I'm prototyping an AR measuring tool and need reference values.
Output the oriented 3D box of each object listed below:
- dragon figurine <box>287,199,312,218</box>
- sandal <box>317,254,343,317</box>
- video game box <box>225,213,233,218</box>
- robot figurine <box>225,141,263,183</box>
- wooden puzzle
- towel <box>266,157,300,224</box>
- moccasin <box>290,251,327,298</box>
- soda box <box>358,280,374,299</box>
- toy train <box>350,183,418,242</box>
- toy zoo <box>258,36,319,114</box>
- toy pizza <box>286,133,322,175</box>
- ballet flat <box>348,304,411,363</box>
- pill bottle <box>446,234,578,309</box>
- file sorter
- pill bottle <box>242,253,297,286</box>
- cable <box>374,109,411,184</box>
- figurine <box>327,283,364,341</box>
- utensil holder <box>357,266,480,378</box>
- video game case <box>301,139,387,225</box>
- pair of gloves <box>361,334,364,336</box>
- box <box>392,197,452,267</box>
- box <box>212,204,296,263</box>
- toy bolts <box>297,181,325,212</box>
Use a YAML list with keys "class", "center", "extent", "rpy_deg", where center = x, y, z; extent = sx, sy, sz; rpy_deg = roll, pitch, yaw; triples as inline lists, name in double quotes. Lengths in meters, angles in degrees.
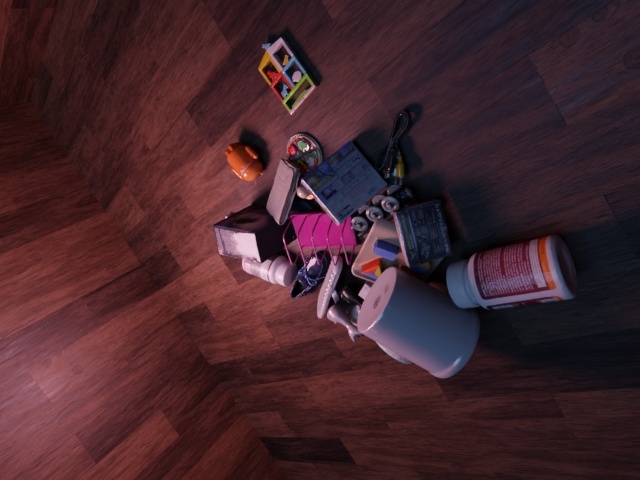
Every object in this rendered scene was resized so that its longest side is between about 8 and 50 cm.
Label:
- class: "dragon figurine"
  center: [-0.096, -0.140, 2.002]
  extent: [0.289, 0.144, 0.085]
  rpy_deg: [31, 132, -6]
- class: "sandal"
  center: [0.066, 0.260, 2.095]
  extent: [0.102, 0.169, 0.416]
  rpy_deg: [12, 130, -7]
- class: "video game box"
  center: [-0.454, -0.045, 2.359]
  extent: [0.187, 0.048, 0.205]
  rpy_deg: [11, 122, 35]
- class: "robot figurine"
  center: [-0.379, -0.389, 2.042]
  extent: [0.158, 0.128, 0.219]
  rpy_deg: [-42, 86, 4]
- class: "wooden puzzle"
  center: [0.325, 0.095, 1.737]
  extent: [0.322, 0.080, 0.348]
  rpy_deg: [20, 134, 0]
- class: "towel"
  center: [-0.176, -0.235, 1.915]
  extent: [0.187, 0.049, 0.282]
  rpy_deg: [48, 123, 52]
- class: "moccasin"
  center: [-0.063, 0.207, 2.161]
  extent: [0.138, 0.117, 0.342]
  rpy_deg: [36, 132, 14]
- class: "soda box"
  center: [0.329, 0.294, 1.931]
  extent: [0.286, 0.098, 0.091]
  rpy_deg: [36, 132, 14]
- class: "toy train"
  center: [0.280, -0.096, 1.721]
  extent: [0.190, 0.142, 0.334]
  rpy_deg: [46, 132, -13]
- class: "toy zoo"
  center: [-0.153, -0.719, 1.742]
  extent: [0.192, 0.030, 0.293]
  rpy_deg: [-35, 92, 44]
- class: "toy pizza"
  center: [-0.080, -0.390, 1.879]
  extent: [0.201, 0.032, 0.201]
  rpy_deg: [18, 125, 28]
- class: "ballet flat"
  center: [0.314, 0.451, 2.024]
  extent: [0.400, 0.139, 0.139]
  rpy_deg: [37, 132, 18]
- class: "pill bottle"
  center: [0.682, 0.130, 1.480]
  extent: [0.392, 0.224, 0.224]
  rpy_deg: [-19, 103, 42]
- class: "file sorter"
  center: [0.000, 0.000, 1.869]
  extent: [0.290, 0.182, 0.202]
  rpy_deg: [-2, 128, 19]
- class: "pill bottle"
  center: [-0.277, 0.144, 2.257]
  extent: [0.283, 0.161, 0.161]
  rpy_deg: [19, 125, 27]
- class: "cable"
  center: [0.295, -0.370, 1.612]
  extent: [0.139, 0.072, 0.287]
  rpy_deg: [33, 121, 46]
- class: "figurine"
  center: [0.161, 0.362, 2.004]
  extent: [0.209, 0.092, 0.215]
  rpy_deg: [43, 109, 33]
- class: "utensil holder"
  center: [0.389, 0.330, 1.670]
  extent: [0.385, 0.327, 0.327]
  rpy_deg: [28, 133, -6]
- class: "video game case"
  center: [0.098, -0.238, 1.690]
  extent: [0.244, 0.269, 0.061]
  rpy_deg: [50, 171, 0]
- class: "pair of gloves"
  center: [0.199, 0.492, 2.206]
  extent: [0.083, 0.010, 0.074]
  rpy_deg: [-23, 99, 40]
- class: "box"
  center: [0.397, -0.029, 1.584]
  extent: [0.183, 0.056, 0.231]
  rpy_deg: [-17, 101, 0]
- class: "box"
  center: [-0.334, -0.044, 2.097]
  extent: [0.294, 0.296, 0.183]
  rpy_deg: [10, 121, 32]
- class: "toy bolts"
  center: [0.023, -0.197, 1.828]
  extent: [0.228, 0.158, 0.218]
  rpy_deg: [-11, 108, 41]
